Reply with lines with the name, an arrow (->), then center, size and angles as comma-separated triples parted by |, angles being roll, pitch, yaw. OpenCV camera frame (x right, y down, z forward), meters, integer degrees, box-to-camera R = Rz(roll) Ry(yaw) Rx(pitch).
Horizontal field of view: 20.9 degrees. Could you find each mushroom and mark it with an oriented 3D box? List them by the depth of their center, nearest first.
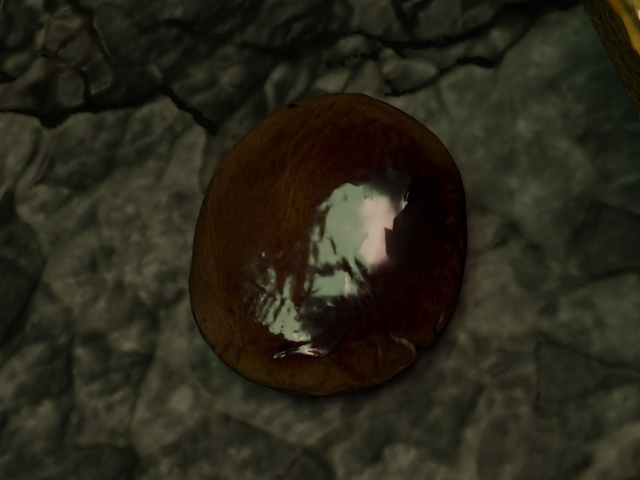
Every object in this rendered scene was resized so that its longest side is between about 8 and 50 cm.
mushroom -> 0.000, 0.000, 0.681 | 0.123, 0.052, 0.123 | -7, 70, 20

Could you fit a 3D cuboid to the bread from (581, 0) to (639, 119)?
bread -> 0.146, -0.069, 0.534 | 0.114, 0.274, 0.185 | -25, 68, 8
